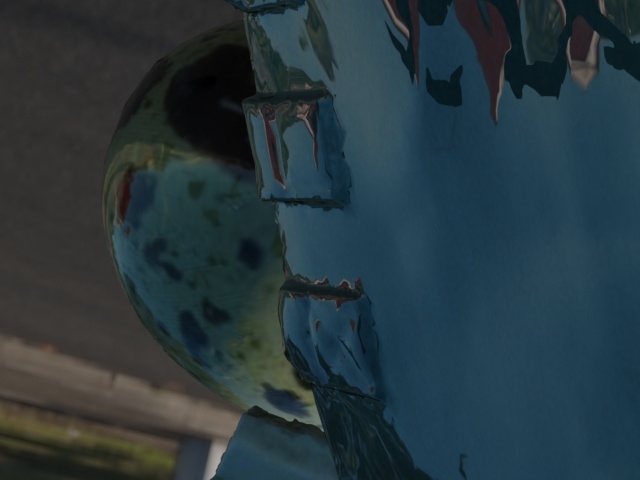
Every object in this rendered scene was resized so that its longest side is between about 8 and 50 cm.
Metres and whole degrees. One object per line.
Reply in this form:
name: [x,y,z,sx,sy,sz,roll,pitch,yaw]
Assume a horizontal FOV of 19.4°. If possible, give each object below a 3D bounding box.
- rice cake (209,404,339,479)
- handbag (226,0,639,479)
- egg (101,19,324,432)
rice cake: [0.021,0.184,0.892,0.198,0.189,0.037,28,-176,-1]
handbag: [0.065,-0.035,0.513,0.100,0.268,0.274,-15,-176,-21]
egg: [0.000,0.000,1.403,0.288,0.287,0.379,3,140,37]
